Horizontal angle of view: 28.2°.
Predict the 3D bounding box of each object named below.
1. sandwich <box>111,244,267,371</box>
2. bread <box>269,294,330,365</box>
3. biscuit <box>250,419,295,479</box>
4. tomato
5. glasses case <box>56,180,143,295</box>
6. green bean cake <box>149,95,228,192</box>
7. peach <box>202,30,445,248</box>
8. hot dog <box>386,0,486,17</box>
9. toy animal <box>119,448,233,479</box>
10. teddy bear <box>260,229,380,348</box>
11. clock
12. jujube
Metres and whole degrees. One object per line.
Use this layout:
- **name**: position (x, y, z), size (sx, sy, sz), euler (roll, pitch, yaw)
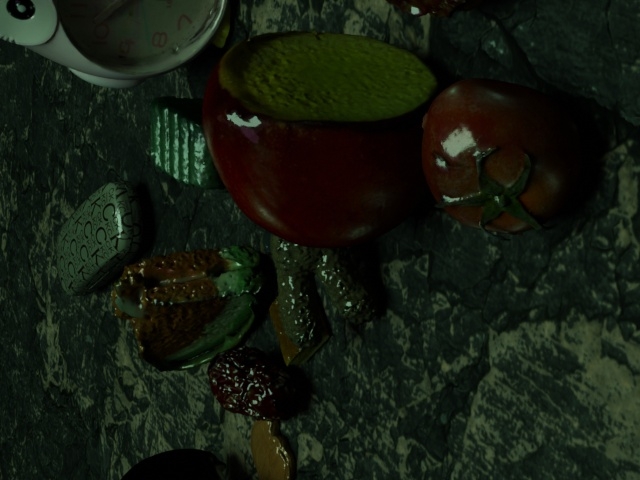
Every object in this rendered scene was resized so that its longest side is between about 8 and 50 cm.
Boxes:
- **sandwich**: position (-0.203, 0.094, 1.883), size (0.292, 0.212, 0.109), euler (111, 159, -57)
- **bread**: position (-0.029, 0.111, 1.731), size (0.090, 0.035, 0.094), euler (-53, 48, 47)
- **biscuit**: position (-0.070, 0.316, 1.838), size (0.102, 0.019, 0.130), euler (-57, 47, 47)
- **tomato**: position (0.177, -0.086, 1.256), size (0.167, 0.167, 0.167), euler (9, 101, 59)
- **glasses case**: position (-0.405, 0.002, 2.315), size (0.355, 0.085, 0.137), euler (-34, 65, 56)
- **green bean cake**: position (-0.111, -0.126, 1.681), size (0.208, 0.194, 0.107), euler (27, 114, 61)
- **peach**: position (-0.004, -0.113, 1.436), size (0.249, 0.275, 0.245), euler (-158, 72, -63)
- **hot dog**: position (0.112, -0.425, 1.301), size (0.267, 0.174, 0.387), euler (23, 111, 55)
- **toy animal**: position (-0.177, 0.458, 1.834), size (0.310, 0.251, 0.250), euler (-151, 62, -62)
- **teddy bear**: position (-0.009, -0.003, 1.594), size (0.182, 0.129, 0.251), euler (-19, 68, 22)
- **clock**: position (-0.338, -0.411, 1.883), size (0.250, 0.377, 0.368), euler (51, 135, 52)
- **jujube**: position (-0.089, 0.207, 1.788), size (0.166, 0.104, 0.104), euler (26, 115, 45)
